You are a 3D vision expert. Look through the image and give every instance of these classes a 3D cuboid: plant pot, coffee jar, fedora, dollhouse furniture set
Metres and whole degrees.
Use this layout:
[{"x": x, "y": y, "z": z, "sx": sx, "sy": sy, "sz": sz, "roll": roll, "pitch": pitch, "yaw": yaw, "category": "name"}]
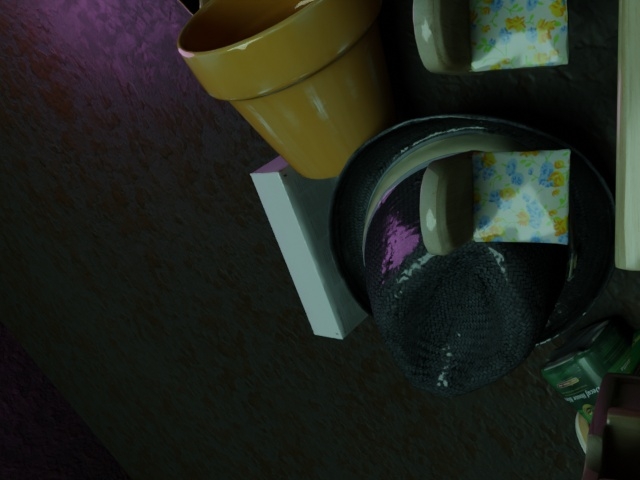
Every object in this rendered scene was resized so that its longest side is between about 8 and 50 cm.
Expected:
[{"x": -0.012, "y": -0.174, "z": 0.775, "sx": 0.205, "sy": 0.205, "sz": 0.188, "roll": 6, "pitch": 138, "yaw": 43, "category": "plant pot"}, {"x": 0.328, "y": 0.179, "z": 0.783, "sx": 0.184, "sy": 0.079, "sz": 0.096, "roll": 49, "pitch": 150, "yaw": 6, "category": "coffee jar"}, {"x": 0.137, "y": 0.044, "z": 0.745, "sx": 0.334, "sy": 0.152, "sz": 0.334, "roll": 11, "pitch": 132, "yaw": 12, "category": "fedora"}, {"x": 0.237, "y": 0.004, "z": 0.440, "sx": 0.362, "sy": 0.256, "sz": 0.394, "roll": 2, "pitch": 101, "yaw": 25, "category": "dollhouse furniture set"}]

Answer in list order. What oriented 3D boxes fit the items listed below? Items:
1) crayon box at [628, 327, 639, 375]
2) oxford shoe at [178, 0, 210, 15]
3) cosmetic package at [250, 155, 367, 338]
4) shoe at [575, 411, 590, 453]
[{"x": 0.394, "y": 0.201, "z": 0.659, "sx": 0.081, "sy": 0.165, "sz": 0.278, "roll": -41, "pitch": 88, "yaw": 30, "category": "crayon box"}, {"x": -0.183, "y": -0.354, "z": 0.885, "sx": 0.212, "sy": 0.076, "sz": 0.076, "roll": 50, "pitch": 144, "yaw": 5, "category": "oxford shoe"}, {"x": 0.000, "y": 0.000, "z": 0.961, "sx": 0.060, "sy": 0.099, "sz": 0.239, "roll": 1, "pitch": 119, "yaw": 44, "category": "cosmetic package"}, {"x": 0.347, "y": 0.281, "z": 0.853, "sx": 0.058, "sy": 0.076, "sz": 0.219, "roll": -27, "pitch": 101, "yaw": 46, "category": "shoe"}]
